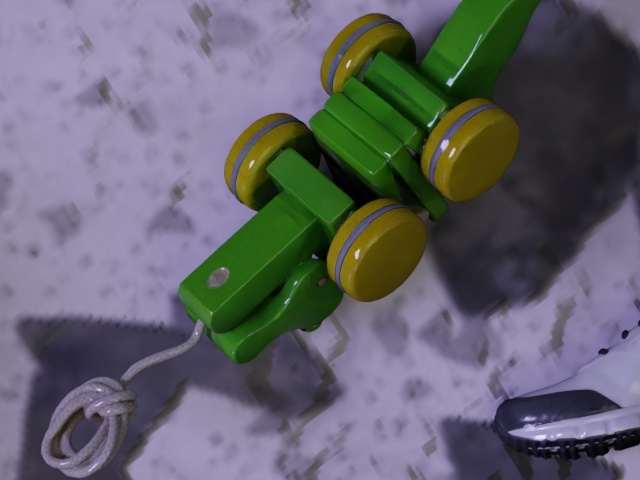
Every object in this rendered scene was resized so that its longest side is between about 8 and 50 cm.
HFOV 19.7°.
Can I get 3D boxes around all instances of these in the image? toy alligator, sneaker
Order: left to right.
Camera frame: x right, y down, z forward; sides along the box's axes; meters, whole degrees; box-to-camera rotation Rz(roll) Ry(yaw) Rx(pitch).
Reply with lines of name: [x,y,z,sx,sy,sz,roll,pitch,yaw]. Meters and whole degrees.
toy alligator: [0.000,0.000,0.517,0.190,0.056,0.051,-47,148,-3]
sneaker: [0.104,0.037,0.557,0.109,0.040,0.044,-15,77,-2]
